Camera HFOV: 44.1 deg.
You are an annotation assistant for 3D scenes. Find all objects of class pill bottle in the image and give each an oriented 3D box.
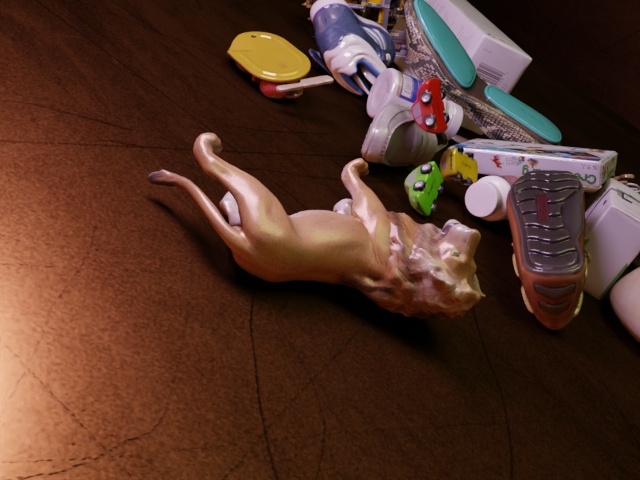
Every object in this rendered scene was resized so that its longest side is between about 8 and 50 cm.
[{"bbox_3d":[0.335,-0.080,1.481,0.086,0.086,0.152,44,28,27],"label":"pill bottle"},{"bbox_3d":[0.203,-0.281,1.679,0.186,0.112,0.112,19,28,-23],"label":"pill bottle"}]

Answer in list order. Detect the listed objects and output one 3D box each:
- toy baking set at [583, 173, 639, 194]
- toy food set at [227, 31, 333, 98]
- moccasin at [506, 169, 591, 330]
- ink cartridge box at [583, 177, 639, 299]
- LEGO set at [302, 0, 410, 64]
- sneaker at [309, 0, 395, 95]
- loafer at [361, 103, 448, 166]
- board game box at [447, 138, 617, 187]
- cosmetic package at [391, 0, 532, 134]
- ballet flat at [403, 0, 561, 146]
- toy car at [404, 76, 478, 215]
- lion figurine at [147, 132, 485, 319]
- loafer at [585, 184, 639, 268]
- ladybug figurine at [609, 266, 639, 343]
[{"bbox_3d":[0.612,-0.117,1.780,0.196,0.030,0.256,0,-8,30],"label":"toy baking set"},{"bbox_3d":[-0.089,-0.314,1.497,0.128,0.071,0.218,-22,51,-30],"label":"toy food set"},{"bbox_3d":[0.387,0.001,1.322,0.139,0.147,0.380,-4,33,9],"label":"moccasin"},{"bbox_3d":[0.534,-0.009,1.480,0.092,0.160,0.219,33,25,6],"label":"ink cartridge box"},{"bbox_3d":[0.108,-0.557,2.052,0.331,0.192,0.255,0,17,-23],"label":"LEGO set"},{"bbox_3d":[0.103,-0.398,1.812,0.323,0.130,0.236,22,43,-56],"label":"sneaker"},{"bbox_3d":[0.165,-0.192,1.479,0.111,0.112,0.319,28,24,14],"label":"loafer"},{"bbox_3d":[0.434,-0.164,1.623,0.305,0.053,0.193,10,16,27],"label":"board game box"},{"bbox_3d":[0.343,-0.494,2.079,0.161,0.230,0.453,17,29,-26],"label":"cosmetic package"},{"bbox_3d":[0.322,-0.318,1.783,0.483,0.182,0.164,42,37,-7],"label":"ballet flat"},{"bbox_3d":[0.194,-0.135,1.390,0.239,0.053,0.225,56,46,-35],"label":"toy car"},{"bbox_3d":[0.000,0.000,0.967,0.392,0.142,0.240,0,44,-24],"label":"lion figurine"},{"bbox_3d":[0.715,0.004,1.679,0.366,0.130,0.134,30,26,0],"label":"loafer"},{"bbox_3d":[0.720,0.153,1.378,0.449,0.162,0.305,21,27,-20],"label":"ladybug figurine"}]
